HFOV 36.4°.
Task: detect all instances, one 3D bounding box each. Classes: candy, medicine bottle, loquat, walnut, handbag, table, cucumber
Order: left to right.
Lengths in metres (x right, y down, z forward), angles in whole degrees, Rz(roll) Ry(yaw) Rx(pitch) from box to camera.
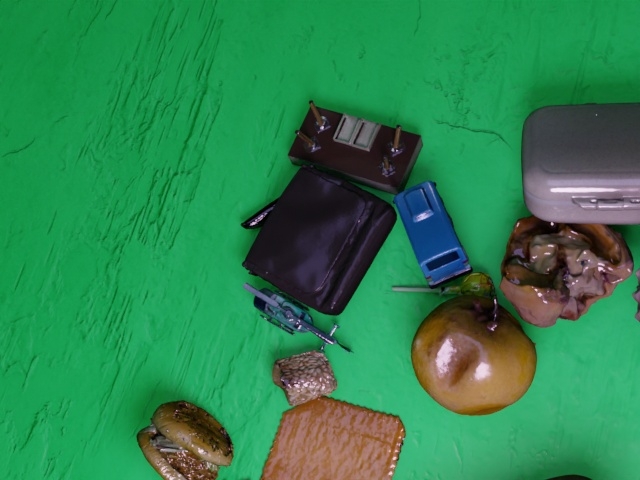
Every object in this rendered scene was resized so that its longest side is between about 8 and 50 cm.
[{"bbox_3d":[-0.075,-0.071,1.918,0.184,0.033,0.036,-30,41,0],"label":"cucumber"},{"bbox_3d":[-0.029,0.248,1.751,0.110,0.085,0.095,-19,45,-6],"label":"candy"},{"bbox_3d":[0.000,0.000,1.845,0.223,0.080,0.247,28,83,23],"label":"handbag"},{"bbox_3d":[0.061,-0.191,1.890,0.240,0.111,0.122,18,73,19],"label":"table"},{"bbox_3d":[0.223,0.089,1.781,0.193,0.058,0.062,-2,99,23],"label":"candy"},{"bbox_3d":[0.256,0.192,1.632,0.213,0.213,0.213,-5,68,11],"label":"loquat"},{"bbox_3d":[0.408,0.055,1.693,0.238,0.141,0.204,-23,42,-20],"label":"walnut"},{"bbox_3d":[0.544,-0.139,1.713,0.375,0.123,0.282,-1,45,13],"label":"medicine bottle"}]

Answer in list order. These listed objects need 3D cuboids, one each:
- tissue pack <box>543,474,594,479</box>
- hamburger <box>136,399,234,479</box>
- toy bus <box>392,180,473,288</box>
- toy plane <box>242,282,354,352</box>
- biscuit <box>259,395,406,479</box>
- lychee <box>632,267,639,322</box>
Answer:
[{"bbox_3d":[0.298,0.530,1.469,0.387,0.277,0.267,-28,72,2],"label":"tissue pack"},{"bbox_3d":[-0.231,0.358,1.702,0.113,0.185,0.177,-44,70,0],"label":"hamburger"},{"bbox_3d":[0.202,-0.017,1.778,0.090,0.106,0.185,-25,51,9],"label":"toy bus"},{"bbox_3d":[-0.039,0.145,1.792,0.235,0.096,0.060,31,81,4],"label":"toy plane"},{"bbox_3d":[0.016,0.398,1.721,0.232,0.013,0.237,13,71,18],"label":"biscuit"},{"bbox_3d":[0.677,0.088,1.489,0.380,0.432,0.380,-12,35,9],"label":"lychee"}]
